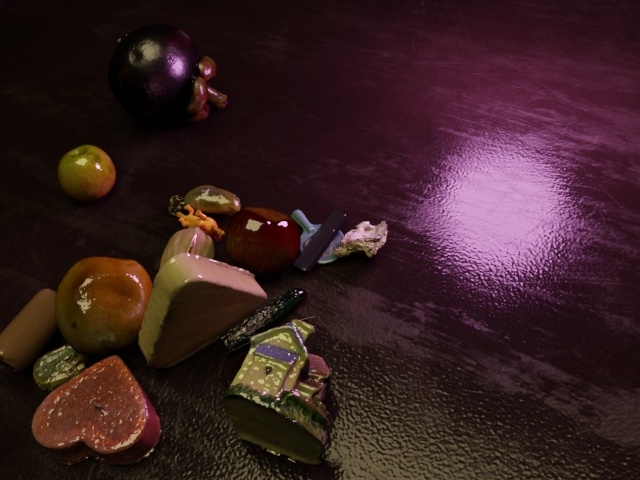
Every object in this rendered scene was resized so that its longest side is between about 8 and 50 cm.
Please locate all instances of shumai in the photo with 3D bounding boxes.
[{"bbox_3d":[-0.480,-0.126,2.116,0.083,0.080,0.082,-6,50,4],"label":"shumai"}]

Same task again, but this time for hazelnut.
[{"bbox_3d":[-0.175,0.008,1.899,0.230,0.229,0.229,-4,52,5],"label":"hazelnut"}]

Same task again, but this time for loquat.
[{"bbox_3d":[-0.612,0.185,1.790,0.276,0.276,0.283,-7,74,3],"label":"loquat"}]

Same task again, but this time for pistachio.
[{"bbox_3d":[-0.406,0.069,1.904,0.158,0.157,0.229,6,61,13],"label":"pistachio"}]

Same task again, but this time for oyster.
[{"bbox_3d":[0.126,0.005,1.937,0.191,0.081,0.163,-14,26,-9],"label":"oyster"}]

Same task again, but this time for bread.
[{"bbox_3d":[-0.734,0.357,1.784,0.156,0.064,0.117,-31,55,-14],"label":"bread"}]

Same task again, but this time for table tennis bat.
[{"bbox_3d":[-0.017,-0.015,1.994,0.149,0.038,0.237,-31,57,-15],"label":"table tennis bat"}]

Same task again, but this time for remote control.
[{"bbox_3d":[0.000,0.000,1.950,0.063,0.025,0.245,24,61,21],"label":"remote control"}]

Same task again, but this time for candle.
[{"bbox_3d":[-0.574,0.439,1.659,0.317,0.131,0.287,5,50,10],"label":"candle"}]

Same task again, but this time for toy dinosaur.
[{"bbox_3d":[-0.367,-0.041,2.014,0.288,0.117,0.070,19,69,40],"label":"toy dinosaur"}]

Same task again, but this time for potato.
[{"bbox_3d":[-0.352,-0.132,2.078,0.188,0.085,0.105,15,58,6],"label":"potato"}]

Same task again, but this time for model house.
[{"bbox_3d":[-0.067,0.361,1.539,0.261,0.321,0.266,16,54,12],"label":"model house"}]

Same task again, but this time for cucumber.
[{"bbox_3d":[-0.155,0.218,1.811,0.294,0.067,0.067,-35,55,-19],"label":"cucumber"}]

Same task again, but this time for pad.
[{"bbox_3d":[-0.143,0.257,1.674,0.235,0.158,0.003,-29,78,23],"label":"pad"}]

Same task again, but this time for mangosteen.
[{"bbox_3d":[-0.571,-0.595,2.351,0.435,0.382,0.382,36,59,-7],"label":"mangosteen"}]

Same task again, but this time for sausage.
[{"bbox_3d":[-0.837,0.264,1.809,0.123,0.123,0.252,12,44,17],"label":"sausage"}]

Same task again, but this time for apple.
[{"bbox_3d":[-0.818,-0.237,2.193,0.196,0.196,0.195,-4,52,5],"label":"apple"}]

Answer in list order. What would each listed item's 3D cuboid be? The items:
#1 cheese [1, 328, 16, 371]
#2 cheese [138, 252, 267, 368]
[{"bbox_3d":[-0.897,0.318,1.856,0.086,0.036,0.162,-22,52,-7],"label":"cheese"},{"bbox_3d":[-0.310,0.183,1.750,0.384,0.383,0.104,-30,60,-15],"label":"cheese"}]
